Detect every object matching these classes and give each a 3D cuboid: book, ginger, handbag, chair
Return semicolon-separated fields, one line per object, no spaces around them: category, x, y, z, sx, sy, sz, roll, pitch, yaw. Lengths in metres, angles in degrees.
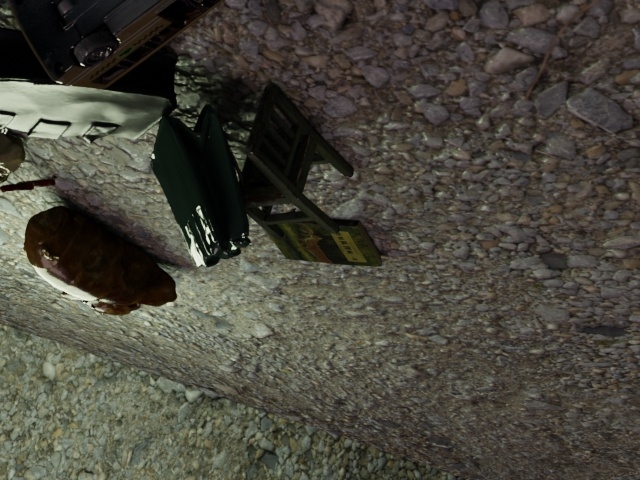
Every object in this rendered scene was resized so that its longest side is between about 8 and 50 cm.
book;0.000;0.000;1.995;0.228;0.024;0.160;5;152;27
ginger;-0.557;0.063;2.323;0.254;0.176;0.418;-9;151;35
handbag;-0.411;-0.237;1.539;0.326;0.118;0.269;5;164;-31
chair;-0.078;-0.124;1.627;0.147;0.136;0.270;-3;151;35
handbag;-0.198;-0.082;1.637;0.089;0.238;0.326;-20;177;-16

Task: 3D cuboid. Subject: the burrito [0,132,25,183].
burrito;-0.749;-0.214;1.925;0.175;0.107;0.348;-27;135;35

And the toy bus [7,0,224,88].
toy bus;-0.207;-0.306;1.153;0.289;0.139;0.157;-34;172;13

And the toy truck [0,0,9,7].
toy truck;-0.429;-0.368;1.286;0.305;0.162;0.136;-6;116;42

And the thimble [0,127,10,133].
thimble;-0.613;-0.245;1.812;0.104;0.066;0.095;0;150;40

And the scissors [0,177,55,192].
scissors;-0.700;-0.109;2.072;0.248;0.017;0.144;-5;-172;11
